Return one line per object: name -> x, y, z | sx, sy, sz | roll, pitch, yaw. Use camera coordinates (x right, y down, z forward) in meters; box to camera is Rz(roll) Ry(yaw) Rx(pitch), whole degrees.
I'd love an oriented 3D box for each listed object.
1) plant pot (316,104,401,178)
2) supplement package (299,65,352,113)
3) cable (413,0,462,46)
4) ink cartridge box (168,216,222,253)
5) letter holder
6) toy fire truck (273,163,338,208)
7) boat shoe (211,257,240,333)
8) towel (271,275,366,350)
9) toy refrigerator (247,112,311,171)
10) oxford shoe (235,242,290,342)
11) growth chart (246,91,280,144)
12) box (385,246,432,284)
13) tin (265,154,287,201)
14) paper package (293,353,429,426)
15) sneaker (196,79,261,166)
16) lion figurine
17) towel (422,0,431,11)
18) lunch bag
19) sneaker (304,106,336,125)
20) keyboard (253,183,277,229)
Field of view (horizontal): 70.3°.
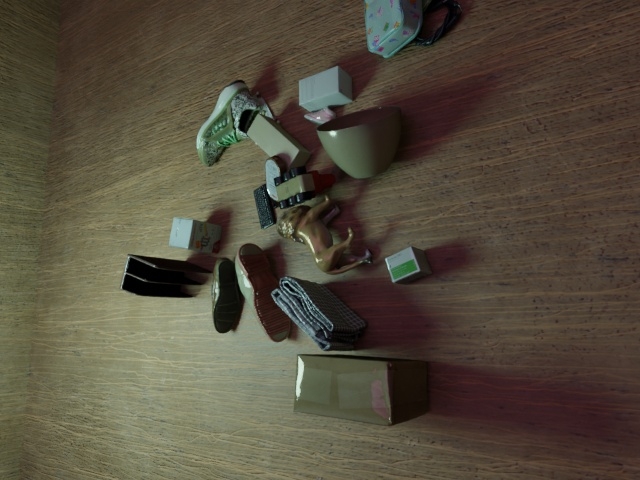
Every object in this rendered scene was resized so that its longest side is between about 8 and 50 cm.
plant pot -> 0.146, -0.320, 1.528 | 0.283, 0.284, 0.191 | -1, 116, 33
supplement package -> 0.020, -0.567, 1.722 | 0.179, 0.105, 0.105 | -7, 77, 33
cable -> 0.379, -0.748, 1.549 | 0.184, 0.047, 0.151 | -48, 60, 18
ink cartridge box -> -0.537, -0.020, 1.959 | 0.127, 0.176, 0.128 | 6, 86, 34
letter holder -> -0.642, 0.167, 1.922 | 0.214, 0.301, 0.152 | 13, 90, 34
toy fire truck -> -0.025, -0.222, 1.660 | 0.217, 0.246, 0.159 | -13, 90, 61
boat shoe -> -0.397, 0.224, 1.882 | 0.104, 0.110, 0.308 | 11, 96, 62
towel -> 0.002, 0.241, 1.528 | 0.283, 0.235, 0.121 | 41, 99, 31
toy refrigerator -> -0.166, -0.386, 1.815 | 0.269, 0.094, 0.102 | 45, 112, 26
oxford shoe -> -0.228, 0.212, 1.771 | 0.146, 0.140, 0.397 | -45, 61, 55
growth chart -> -0.277, -0.526, 1.965 | 0.172, 0.021, 0.237 | -43, 61, 22
box -> 0.281, 0.081, 1.446 | 0.101, 0.102, 0.087 | -28, 66, 28
tin -> -0.174, -0.240, 1.778 | 0.106, 0.040, 0.190 | 38, 139, 40
paper package -> 0.127, 0.435, 1.364 | 0.324, 0.309, 0.168 | -6, 75, 32
sneaker -> -0.391, -0.470, 1.952 | 0.182, 0.158, 0.410 | 42, 117, 16
lion figurine -> 0.000, 0.000, 1.613 | 0.240, 0.142, 0.392 | -38, 55, 7
towel -> 0.344, -0.850, 1.582 | 0.113, 0.023, 0.152 | -50, 43, 20
lunch bag -> 0.247, -0.800, 1.580 | 0.224, 0.107, 0.280 | -23, 64, 58
sneaker -> 0.003, -0.484, 1.754 | 0.134, 0.051, 0.070 | 25, 95, 30
keyboard -> -0.223, -0.144, 1.865 | 0.108, 0.023, 0.180 | -25, 70, 28
